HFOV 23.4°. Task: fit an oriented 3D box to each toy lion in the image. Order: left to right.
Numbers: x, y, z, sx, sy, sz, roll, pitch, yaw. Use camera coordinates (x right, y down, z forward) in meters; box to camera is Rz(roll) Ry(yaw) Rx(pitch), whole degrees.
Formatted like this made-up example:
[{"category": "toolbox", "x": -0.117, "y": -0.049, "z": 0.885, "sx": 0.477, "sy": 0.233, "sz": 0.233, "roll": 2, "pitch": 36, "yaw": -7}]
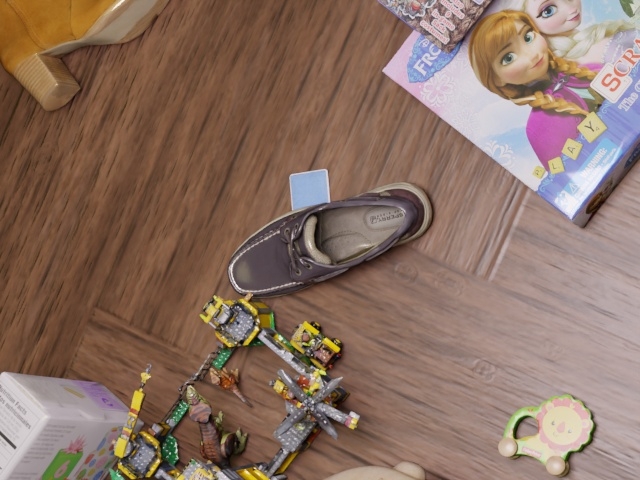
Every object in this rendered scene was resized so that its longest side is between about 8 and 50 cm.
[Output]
[{"category": "toy lion", "x": 0.274, "y": 0.228, "z": 1.849, "sx": 0.100, "sy": 0.034, "sz": 0.096, "roll": 18, "pitch": 83, "yaw": 24}]

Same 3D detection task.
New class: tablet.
[{"category": "tablet", "x": -0.012, "y": -0.049, "z": 2.015, "sx": 0.054, "sy": 0.006, "sz": 0.083, "roll": -8, "pitch": 80, "yaw": 21}]

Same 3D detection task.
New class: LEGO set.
[{"category": "LEGO set", "x": -0.125, "y": 0.229, "z": 1.910, "sx": 0.331, "sy": 0.192, "sz": 0.255, "roll": -46, "pitch": 75, "yaw": 10}]

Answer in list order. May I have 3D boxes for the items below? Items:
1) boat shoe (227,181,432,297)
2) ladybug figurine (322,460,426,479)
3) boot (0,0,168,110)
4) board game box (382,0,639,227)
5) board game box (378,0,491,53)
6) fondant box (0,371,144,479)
[{"category": "boat shoe", "x": 0.000, "y": 0.000, "z": 1.951, "sx": 0.285, "sy": 0.092, "sz": 0.103, "roll": -19, "pitch": 86, "yaw": 19}, {"category": "ladybug figurine", "x": 0.043, "y": 0.475, "z": 1.828, "sx": 0.305, "sy": 0.162, "sz": 0.449, "roll": 25, "pitch": 93, "yaw": 30}, {"category": "boot", "x": -0.349, "y": -0.345, "z": 2.141, "sx": 0.295, "sy": 0.104, "sz": 0.211, "roll": -43, "pitch": 70, "yaw": 16}, {"category": "board game box", "x": 0.292, "y": -0.236, "z": 1.884, "sx": 0.318, "sy": 0.066, "sz": 0.318, "roll": 40, "pitch": 98, "yaw": 22}, {"category": "board game box", "x": 0.154, "y": -0.409, "z": 1.866, "sx": 0.291, "sy": 0.141, "sz": 0.232, "roll": -51, "pitch": 30, "yaw": 9}, {"category": "fondant box", "x": -0.406, "y": 0.332, "z": 1.996, "sx": 0.096, "sy": 0.238, "sz": 0.330, "roll": 40, "pitch": 98, "yaw": 23}]
